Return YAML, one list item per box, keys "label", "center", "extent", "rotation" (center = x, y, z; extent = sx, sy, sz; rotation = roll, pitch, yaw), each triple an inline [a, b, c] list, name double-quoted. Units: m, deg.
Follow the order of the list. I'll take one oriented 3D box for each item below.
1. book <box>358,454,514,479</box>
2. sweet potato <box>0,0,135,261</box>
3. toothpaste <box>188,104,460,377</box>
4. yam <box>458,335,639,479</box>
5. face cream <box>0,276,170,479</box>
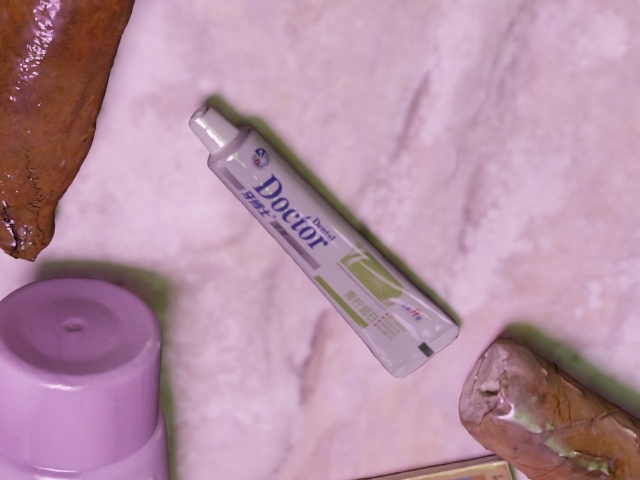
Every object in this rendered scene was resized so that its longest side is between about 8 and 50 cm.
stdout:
- label: "book"
  center: [0.034, 0.217, 0.889]
  extent: [0.192, 0.013, 0.168]
  rotation: [-11, 113, 3]
- label: "sweet potato"
  center: [-0.113, -0.112, 0.705]
  extent: [0.112, 0.085, 0.286]
  rotation: [20, 111, -15]
- label: "toothpaste"
  center: [0.000, 0.000, 0.788]
  extent: [0.048, 0.029, 0.197]
  rotation: [-38, 112, 13]
- label: "yam"
  center: [0.213, 0.159, 0.843]
  extent: [0.317, 0.071, 0.067]
  rotation: [32, 71, -14]
- label: "face cream"
  center: [-0.141, 0.153, 0.822]
  extent: [0.154, 0.096, 0.274]
  rotation: [5, 125, -7]
